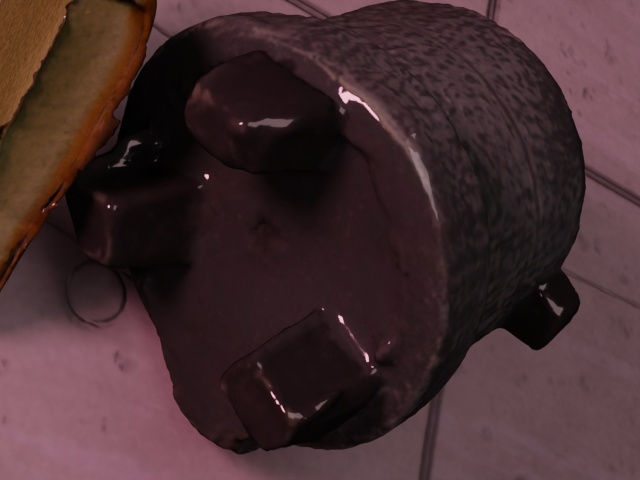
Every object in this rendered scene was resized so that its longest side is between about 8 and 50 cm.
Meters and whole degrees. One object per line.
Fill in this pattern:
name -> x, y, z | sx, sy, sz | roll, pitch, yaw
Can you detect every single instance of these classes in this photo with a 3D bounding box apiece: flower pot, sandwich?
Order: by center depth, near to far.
sandwich -> -0.182, -0.098, 0.957 | 0.063, 0.245, 0.212 | 26, 25, -24
flower pot -> 0.000, 0.000, 0.975 | 0.282, 0.299, 0.299 | -22, 88, -49
